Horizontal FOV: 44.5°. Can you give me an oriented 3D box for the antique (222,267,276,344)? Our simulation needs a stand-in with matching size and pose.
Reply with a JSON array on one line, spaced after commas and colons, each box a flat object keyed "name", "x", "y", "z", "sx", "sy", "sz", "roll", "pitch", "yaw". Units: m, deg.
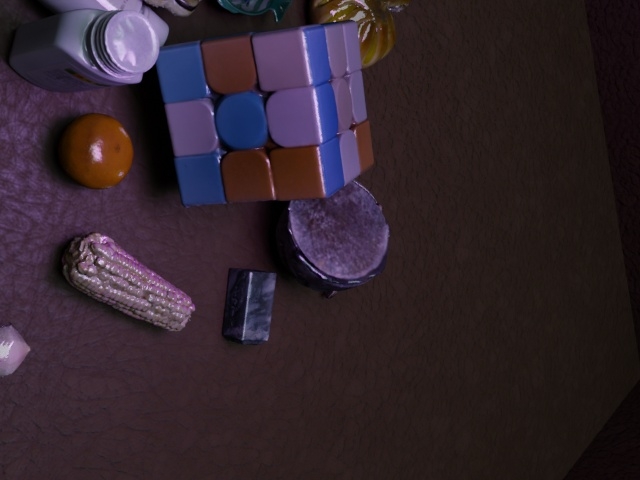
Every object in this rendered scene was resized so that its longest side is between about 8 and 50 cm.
[{"name": "antique", "x": -0.176, "y": 0.163, "z": 1.919, "sx": 0.086, "sy": 0.088, "sz": 0.183, "roll": 7, "pitch": 89, "yaw": -43}]

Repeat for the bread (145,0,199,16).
[{"name": "bread", "x": -0.334, "y": -0.553, "z": 1.624, "sx": 0.207, "sy": 0.056, "sz": 0.286, "roll": 57, "pitch": 29, "yaw": 1}]

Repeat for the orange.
[{"name": "orange", "x": -0.457, "y": -0.180, "z": 1.588, "sx": 0.156, "sy": 0.124, "sz": 0.156, "roll": 2, "pitch": 88, "yaw": -61}]

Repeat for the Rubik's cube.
[{"name": "Rubik's cube", "x": -0.106, "y": -0.279, "z": 1.691, "sx": 0.347, "sy": 0.347, "sz": 0.344, "roll": -44, "pitch": 129, "yaw": -64}]

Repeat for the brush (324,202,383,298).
[{"name": "brush", "x": 0.074, "y": 0.017, "z": 2.174, "sx": 0.067, "sy": 0.072, "sz": 0.312, "roll": 33, "pitch": 74, "yaw": -17}]

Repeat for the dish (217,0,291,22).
[{"name": "dish", "x": -0.181, "y": -0.616, "z": 1.838, "sx": 0.246, "sy": 0.078, "sz": 0.224, "roll": 40, "pitch": 68, "yaw": -38}]

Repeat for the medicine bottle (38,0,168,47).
[{"name": "medicine bottle", "x": -0.436, "y": -0.463, "z": 1.565, "sx": 0.252, "sy": 0.144, "sz": 0.144, "roll": 40, "pitch": 67, "yaw": -37}]

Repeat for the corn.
[{"name": "corn", "x": -0.407, "y": 0.102, "z": 1.676, "sx": 0.335, "sy": 0.127, "sz": 0.126, "roll": 43, "pitch": 65, "yaw": -42}]

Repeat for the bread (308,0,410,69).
[{"name": "bread", "x": 0.110, "y": -0.618, "z": 2.064, "sx": 0.333, "sy": 0.160, "sz": 0.333, "roll": -4, "pitch": 95, "yaw": -43}]

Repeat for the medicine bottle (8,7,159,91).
[{"name": "medicine bottle", "x": -0.433, "y": -0.350, "z": 1.451, "sx": 0.179, "sy": 0.324, "sz": 0.124, "roll": 19, "pitch": 82, "yaw": -43}]

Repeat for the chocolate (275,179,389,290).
[{"name": "chocolate", "x": 0.000, "y": 0.000, "z": 1.986, "sx": 0.303, "sy": 0.213, "sz": 0.303, "roll": 12, "pitch": 64, "yaw": -27}]

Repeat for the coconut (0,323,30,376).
[{"name": "coconut", "x": -0.616, "y": 0.205, "z": 1.488, "sx": 0.124, "sy": 0.110, "sz": 0.110, "roll": 3, "pitch": 92, "yaw": -37}]
